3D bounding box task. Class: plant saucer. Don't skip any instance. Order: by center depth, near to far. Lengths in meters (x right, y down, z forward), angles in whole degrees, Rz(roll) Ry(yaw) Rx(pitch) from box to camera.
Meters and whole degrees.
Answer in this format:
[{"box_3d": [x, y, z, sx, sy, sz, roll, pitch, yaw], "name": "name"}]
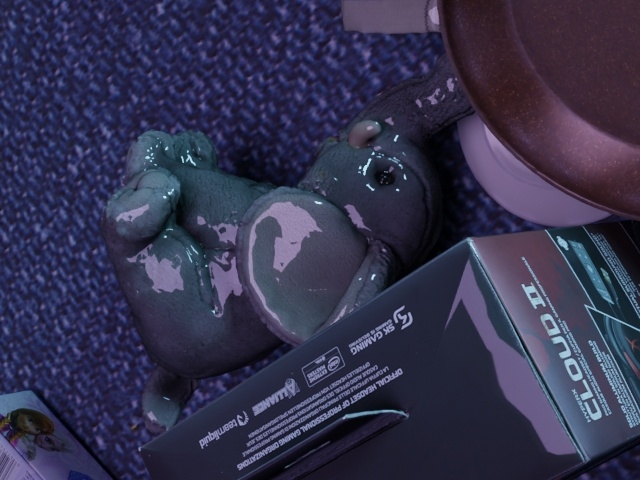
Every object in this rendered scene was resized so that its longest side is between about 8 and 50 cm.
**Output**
[{"box_3d": [0.148, -0.097, 0.631, 0.199, 0.036, 0.198, 28, 143, 24], "name": "plant saucer"}]

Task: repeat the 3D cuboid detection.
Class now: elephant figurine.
[{"box_3d": [0.000, 0.000, 0.809, 0.239, 0.169, 0.186, -1, 128, 22], "name": "elephant figurine"}]

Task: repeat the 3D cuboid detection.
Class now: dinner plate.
[{"box_3d": [0.140, -0.078, 0.787, 0.141, 0.017, 0.141, 1, 92, 34], "name": "dinner plate"}]

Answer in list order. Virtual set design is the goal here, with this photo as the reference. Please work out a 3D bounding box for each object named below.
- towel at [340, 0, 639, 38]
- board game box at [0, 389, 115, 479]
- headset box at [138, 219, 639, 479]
[{"box_3d": [0.101, -0.255, 0.644, 0.312, 0.056, 0.324, 4, 112, 41], "name": "towel"}, {"box_3d": [-0.211, 0.338, 1.015, 0.319, 0.066, 0.318, 42, 114, 24], "name": "board game box"}, {"box_3d": [0.070, 0.088, 0.677, 0.218, 0.293, 0.110, -35, 74, 31], "name": "headset box"}]
